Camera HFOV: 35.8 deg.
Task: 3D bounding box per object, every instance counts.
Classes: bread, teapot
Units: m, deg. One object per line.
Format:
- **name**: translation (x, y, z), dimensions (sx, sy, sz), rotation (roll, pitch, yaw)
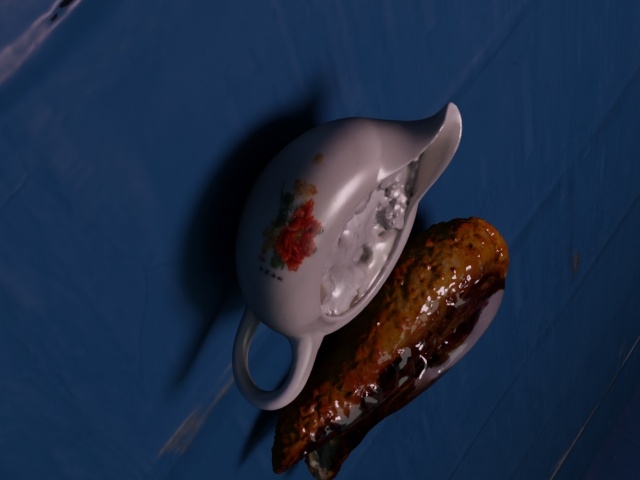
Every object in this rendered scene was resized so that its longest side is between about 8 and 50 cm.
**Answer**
- **bread**: translation (0.055, 0.085, 0.820), dimensions (0.269, 0.095, 0.139), rotation (-44, 149, -3)
- **teapot**: translation (0.000, 0.000, 0.630), dimensions (0.145, 0.092, 0.226), rotation (13, 105, -59)
